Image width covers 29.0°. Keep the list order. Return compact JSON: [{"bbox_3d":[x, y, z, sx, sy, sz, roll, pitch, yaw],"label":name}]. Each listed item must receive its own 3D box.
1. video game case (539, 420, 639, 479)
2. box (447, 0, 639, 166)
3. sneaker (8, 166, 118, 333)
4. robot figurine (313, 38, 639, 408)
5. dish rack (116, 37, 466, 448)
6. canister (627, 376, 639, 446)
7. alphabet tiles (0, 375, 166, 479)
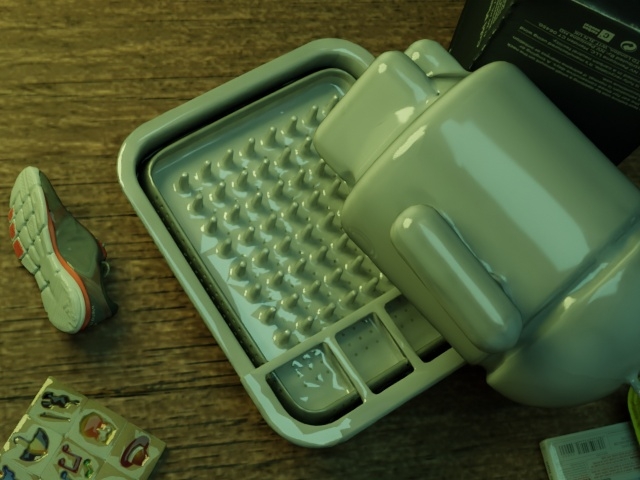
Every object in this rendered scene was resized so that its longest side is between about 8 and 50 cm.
[{"bbox_3d":[0.293,0.240,1.145,0.157,0.019,0.143,-9,73,-18],"label":"video game case"},{"bbox_3d":[0.260,-0.256,1.161,0.179,0.312,0.343,24,67,-5],"label":"box"},{"bbox_3d":[-0.225,0.008,1.090,0.065,0.061,0.158,-8,71,-45],"label":"sneaker"},{"bbox_3d":[0.158,-0.005,1.025,0.353,0.200,0.300,47,34,8],"label":"robot figurine"},{"bbox_3d":[0.000,0.000,1.131,0.285,0.072,0.333,-30,80,-21],"label":"dish rack"},{"bbox_3d":[0.383,0.171,1.148,0.170,0.073,0.126,-6,72,-29],"label":"canister"},{"bbox_3d":[-0.236,0.239,1.017,0.198,0.009,0.237,31,65,-1],"label":"alphabet tiles"}]
